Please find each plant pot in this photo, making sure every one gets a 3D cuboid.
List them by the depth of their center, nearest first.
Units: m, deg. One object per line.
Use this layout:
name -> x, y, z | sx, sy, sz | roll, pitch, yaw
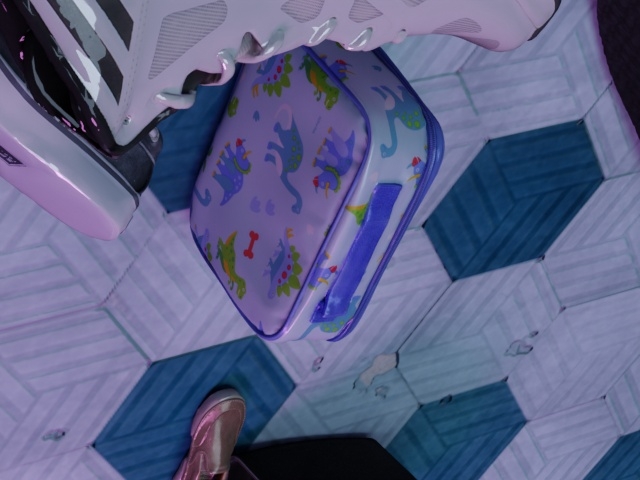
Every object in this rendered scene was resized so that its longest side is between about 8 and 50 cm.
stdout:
plant pot -> 0.017, 0.299, 1.601 | 0.167, 0.187, 0.188 | -20, 139, -38

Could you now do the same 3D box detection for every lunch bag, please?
lunch bag -> -0.007, -0.041, 1.241 | 0.090, 0.176, 0.219 | 0, 127, -37

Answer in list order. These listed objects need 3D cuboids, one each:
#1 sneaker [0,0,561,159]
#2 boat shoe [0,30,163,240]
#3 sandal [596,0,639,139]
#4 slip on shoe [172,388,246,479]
sneaker -> -0.048, -0.160, 1.066 | 0.448, 0.169, 0.257 | 23, 101, -43
boat shoe -> -0.206, -0.121, 1.080 | 0.301, 0.108, 0.102 | 45, 63, -39
sandal -> 0.344, -0.145, 1.451 | 0.107, 0.168, 0.445 | -57, 152, -17
slip on shoe -> -0.097, 0.194, 1.509 | 0.051, 0.041, 0.135 | 2, 127, -38
